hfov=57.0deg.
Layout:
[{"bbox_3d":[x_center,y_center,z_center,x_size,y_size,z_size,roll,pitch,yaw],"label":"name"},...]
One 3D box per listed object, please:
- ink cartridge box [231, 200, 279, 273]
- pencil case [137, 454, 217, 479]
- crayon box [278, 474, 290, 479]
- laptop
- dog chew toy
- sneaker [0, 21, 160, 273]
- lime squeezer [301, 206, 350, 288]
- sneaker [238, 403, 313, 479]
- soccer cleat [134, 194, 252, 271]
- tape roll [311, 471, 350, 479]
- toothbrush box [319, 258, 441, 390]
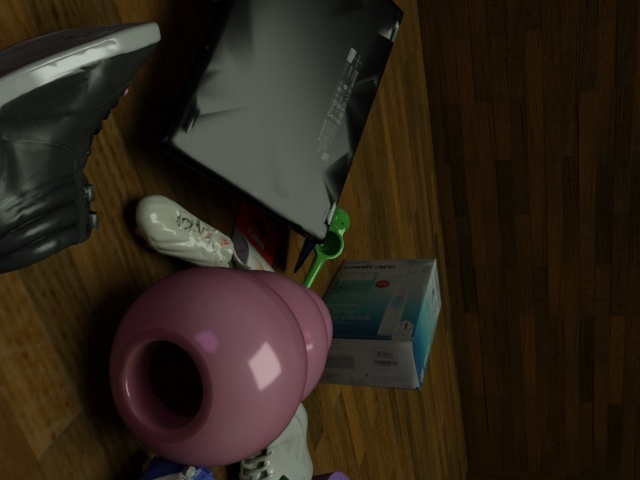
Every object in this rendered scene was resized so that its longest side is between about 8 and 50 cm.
[{"bbox_3d":[-0.091,0.037,0.917,0.145,0.045,0.179,57,40,-55],"label":"ink cartridge box"},{"bbox_3d":[-0.187,0.323,0.535,0.306,0.119,0.133,-42,148,-63],"label":"pencil case"},{"bbox_3d":[-0.036,0.397,0.553,0.318,0.202,0.081,-47,173,-44],"label":"crayon box"},{"bbox_3d":[-0.048,-0.192,0.883,0.408,0.236,0.382,31,71,-38],"label":"laptop"},{"bbox_3d":[-0.084,0.124,0.694,0.332,0.206,0.207,-10,98,-68],"label":"dog chew toy"},{"bbox_3d":[-0.224,-0.087,0.508,0.296,0.104,0.147,-58,143,-46],"label":"sneaker"},{"bbox_3d":[0.000,0.000,1.047,0.059,0.110,0.310,48,30,-21],"label":"lime squeezer"},{"bbox_3d":[-0.080,0.333,0.835,0.169,0.108,0.293,-71,152,-50],"label":"sneaker"},{"bbox_3d":[-0.149,0.002,0.719,0.196,0.076,0.068,53,40,-56],"label":"soccer cleat"},{"bbox_3d":[0.015,0.542,0.994,0.275,0.090,0.275,-17,90,-76],"label":"tape roll"},{"bbox_3d":[0.120,0.160,1.220,0.295,0.216,0.126,-54,138,-57],"label":"toothbrush box"}]
